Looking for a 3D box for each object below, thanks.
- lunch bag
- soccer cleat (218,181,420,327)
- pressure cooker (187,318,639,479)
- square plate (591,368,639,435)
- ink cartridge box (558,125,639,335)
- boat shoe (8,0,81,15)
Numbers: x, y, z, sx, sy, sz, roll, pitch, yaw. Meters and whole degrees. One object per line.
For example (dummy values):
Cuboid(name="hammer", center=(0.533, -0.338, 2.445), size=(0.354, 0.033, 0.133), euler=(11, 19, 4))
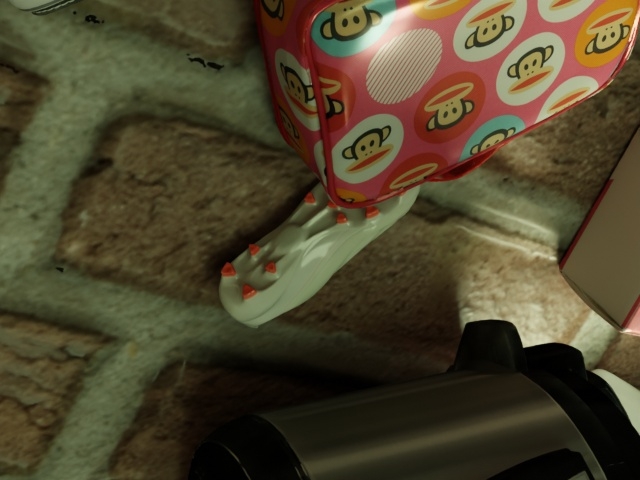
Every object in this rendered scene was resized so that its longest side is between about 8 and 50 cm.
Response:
Cuboid(name="lunch bag", center=(0.105, -0.151, 0.879), size=(0.293, 0.120, 0.258), euler=(-25, 141, -13))
Cuboid(name="soccer cleat", center=(0.000, 0.000, 0.976), size=(0.196, 0.068, 0.076), euler=(-36, 152, -7))
Cuboid(name="pressure cooker", center=(0.121, 0.292, 1.035), size=(0.420, 0.375, 0.370), euler=(-8, 132, -22))
Cuboid(name="square plate", center=(0.343, 0.361, 1.318), size=(0.344, 0.049, 0.347), euler=(31, 105, -14))
Cuboid(name="ink cartridge box", center=(0.410, -0.001, 1.158), size=(0.283, 0.117, 0.207), euler=(12, 114, -34))
Cuboid(name="boat shoe", center=(-0.100, -0.201, 0.778), size=(0.228, 0.080, 0.076), euler=(-35, 130, -14))
